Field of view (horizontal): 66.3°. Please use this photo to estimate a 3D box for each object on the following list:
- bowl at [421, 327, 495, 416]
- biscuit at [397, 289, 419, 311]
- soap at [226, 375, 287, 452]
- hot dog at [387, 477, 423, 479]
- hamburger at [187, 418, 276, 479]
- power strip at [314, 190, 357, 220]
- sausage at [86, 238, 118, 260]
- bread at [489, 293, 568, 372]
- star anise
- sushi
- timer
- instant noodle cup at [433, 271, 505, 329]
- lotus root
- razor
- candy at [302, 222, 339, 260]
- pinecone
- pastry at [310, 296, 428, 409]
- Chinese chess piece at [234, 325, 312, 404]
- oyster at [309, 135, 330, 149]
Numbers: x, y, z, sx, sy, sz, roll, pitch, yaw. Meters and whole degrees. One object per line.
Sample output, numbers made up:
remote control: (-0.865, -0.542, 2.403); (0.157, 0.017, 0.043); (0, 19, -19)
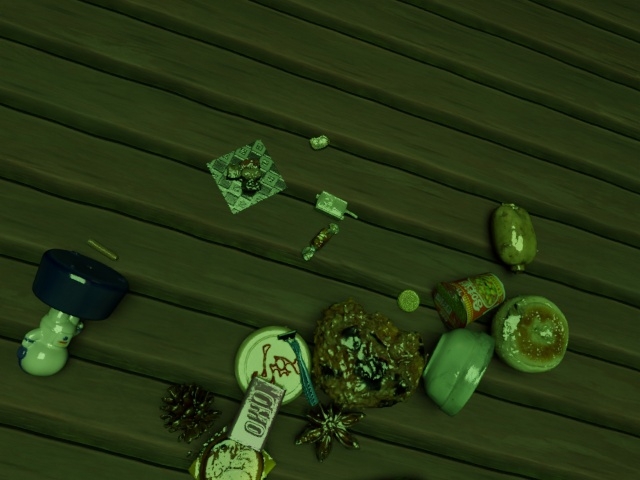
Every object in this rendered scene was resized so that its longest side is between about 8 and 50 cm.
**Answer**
bowl: (0.456, 0.432, 1.688); (0.163, 0.307, 0.307); (28, 74, 14)
biscuit: (0.331, 0.227, 1.839); (0.083, 0.023, 0.084); (3, 77, -11)
soap: (-0.199, 0.542, 1.534); (0.122, 0.065, 0.203); (25, 63, -4)
hot dog: (0.229, 0.873, 1.647); (0.336, 0.100, 0.135); (-4, 87, -10)
hamburger: (-0.284, 0.711, 1.564); (0.243, 0.139, 0.262); (-42, 88, -17)
power strip: (0.060, -0.122, 1.854); (0.175, 0.042, 0.075); (24, 74, -5)
sausage: (-0.747, 0.033, 1.683); (0.116, 0.026, 0.026); (34, 75, -2)
bread: (0.764, 0.341, 1.818); (0.305, 0.158, 0.306); (1, 86, -15)
star anise: (0.037, 0.643, 1.665); (0.219, 0.099, 0.214); (25, 89, -9)
sushi: (-0.271, -0.248, 1.818); (0.231, 0.047, 0.220); (-28, 85, -15)
timer: (-0.811, 0.247, 1.534); (0.270, 0.270, 0.384); (29, 89, -3)
instant noodle cup: (0.561, 0.208, 1.814); (0.212, 0.193, 0.193); (-18, 82, -21)
lotus root: (0.751, -0.009, 1.904); (0.159, 0.146, 0.285); (-4, 81, 4)
razor: (-0.062, 0.419, 1.613); (0.081, 0.042, 0.254); (-24, 84, 29)
candy: (0.000, 0.000, 1.815); (0.053, 0.046, 0.182); (45, 72, -1)
pinecone: (-0.417, 0.540, 1.562); (0.195, 0.179, 0.150); (32, 113, 11)
pastry: (0.146, 0.396, 1.630); (0.404, 0.292, 0.338); (28, 74, 0)
Chinese chess piece: (-0.159, 0.424, 1.668); (0.272, 0.102, 0.274); (2, 78, -10)
oyster: (0.001, -0.380, 1.910); (0.083, 0.019, 0.054); (-14, 80, -11)
